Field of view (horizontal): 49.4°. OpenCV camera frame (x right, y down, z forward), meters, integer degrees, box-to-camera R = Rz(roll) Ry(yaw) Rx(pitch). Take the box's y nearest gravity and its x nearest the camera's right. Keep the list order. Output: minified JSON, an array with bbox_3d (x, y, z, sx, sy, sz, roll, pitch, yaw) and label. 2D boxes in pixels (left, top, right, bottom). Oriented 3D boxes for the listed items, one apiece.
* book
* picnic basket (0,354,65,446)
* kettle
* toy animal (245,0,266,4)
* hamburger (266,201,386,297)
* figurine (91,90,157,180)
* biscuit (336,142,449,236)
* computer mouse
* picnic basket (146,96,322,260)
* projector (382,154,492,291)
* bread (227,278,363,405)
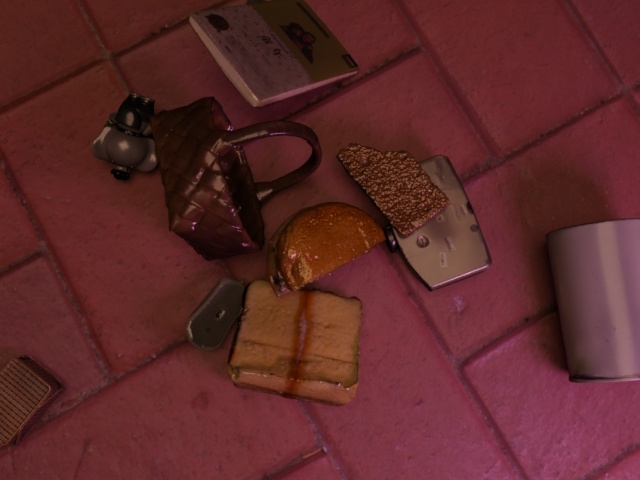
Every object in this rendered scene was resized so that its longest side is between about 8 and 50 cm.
[{"bbox_3d":[-0.090,-0.418,1.498,0.352,0.035,0.239,-30,80,-44],"label":"book"},{"bbox_3d":[-0.626,0.330,1.437,0.115,0.079,0.164,37,82,6],"label":"picnic basket"},{"bbox_3d":[0.605,0.128,1.449,0.205,0.265,0.318,-12,78,30],"label":"kettle"},{"bbox_3d":[-0.103,-0.447,1.592,0.079,0.070,0.253,-25,85,3],"label":"toy animal"},{"bbox_3d":[0.000,0.000,1.456,0.283,0.144,0.156,-28,82,-32],"label":"hamburger"},{"bbox_3d":[-0.416,-0.225,1.522,0.147,0.126,0.192,19,96,-7],"label":"figurine"},{"bbox_3d":[0.151,-0.129,1.474,0.131,0.026,0.237,-37,76,-7],"label":"biscuit"},{"bbox_3d":[-0.219,0.151,1.484,0.089,0.056,0.181,41,69,-16],"label":"computer mouse"},{"bbox_3d":[-0.147,-0.146,1.416,0.337,0.293,0.337,-3,72,11],"label":"picnic basket"},{"bbox_3d":[0.233,-0.031,1.507,0.194,0.088,0.269,-20,80,-3],"label":"projector"},{"bbox_3d":[-0.044,0.196,1.410,0.263,0.198,0.236,11,73,-6],"label":"bread"}]
